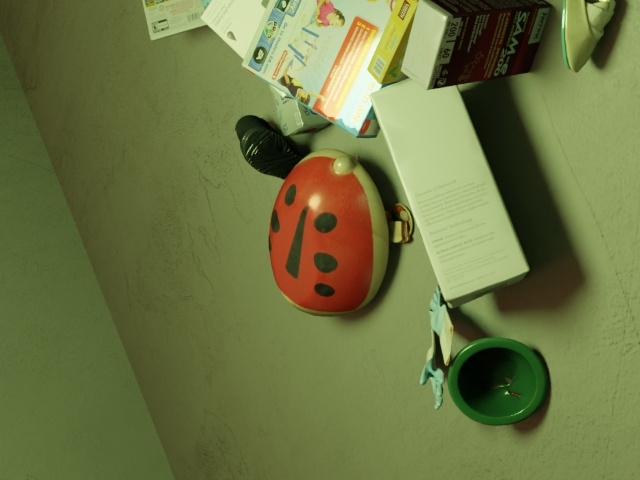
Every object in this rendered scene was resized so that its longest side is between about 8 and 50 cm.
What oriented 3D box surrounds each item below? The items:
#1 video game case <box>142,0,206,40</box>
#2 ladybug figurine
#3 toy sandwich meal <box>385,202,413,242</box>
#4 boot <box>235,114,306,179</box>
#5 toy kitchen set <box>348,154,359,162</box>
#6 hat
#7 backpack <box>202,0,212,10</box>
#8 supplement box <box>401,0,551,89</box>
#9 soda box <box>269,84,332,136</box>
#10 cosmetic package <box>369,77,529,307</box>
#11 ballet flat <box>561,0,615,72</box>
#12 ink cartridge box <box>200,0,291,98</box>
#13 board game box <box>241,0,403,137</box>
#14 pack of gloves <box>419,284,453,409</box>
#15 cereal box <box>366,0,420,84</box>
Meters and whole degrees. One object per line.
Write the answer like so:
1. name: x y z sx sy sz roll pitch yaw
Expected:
1. video game case: -0.354 -0.615 2.355 0.227 0.026 0.206 -5 100 38
2. ladybug figurine: 0.000 0.000 2.091 0.305 0.162 0.449 38 140 28
3. toy sandwich meal: 0.161 -0.035 2.008 0.085 0.029 0.086 26 123 50
4. boot: -0.143 -0.228 2.230 0.207 0.246 0.094 40 99 39
5. toy kitchen set: 0.038 -0.147 2.117 0.083 0.068 0.075 1 102 57
6. hat: 0.335 0.247 1.857 0.208 0.183 0.173 -11 98 17
7. backpack: -0.208 -0.586 2.259 0.117 0.158 0.173 -1 115 39
8. supplement box: 0.254 -0.329 1.563 0.073 0.239 0.130 44 136 37
9. soda box: -0.060 -0.384 2.151 0.091 0.098 0.286 -20 84 57
10. cosmetic package: 0.226 -0.090 1.694 0.217 0.156 0.385 40 -151 -78
11. ballet flat: 0.410 -0.384 1.466 0.086 0.086 0.248 9 108 55
12. ink cartridge box: -0.085 -0.456 2.024 0.273 0.115 0.198 45 111 15
13. board game box: 0.038 -0.401 1.842 0.302 0.086 0.308 35 110 23
14. pack of gloves: 0.215 0.206 1.888 0.232 0.046 0.195 -90 2 -70
15. cereal box: 0.206 -0.357 1.625 0.047 0.240 0.173 52 140 26
